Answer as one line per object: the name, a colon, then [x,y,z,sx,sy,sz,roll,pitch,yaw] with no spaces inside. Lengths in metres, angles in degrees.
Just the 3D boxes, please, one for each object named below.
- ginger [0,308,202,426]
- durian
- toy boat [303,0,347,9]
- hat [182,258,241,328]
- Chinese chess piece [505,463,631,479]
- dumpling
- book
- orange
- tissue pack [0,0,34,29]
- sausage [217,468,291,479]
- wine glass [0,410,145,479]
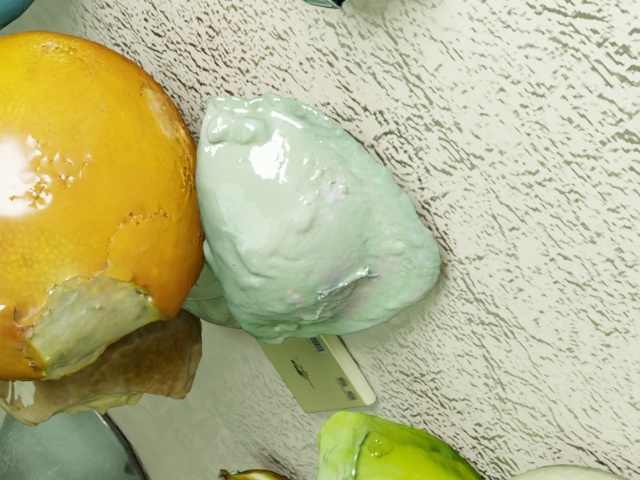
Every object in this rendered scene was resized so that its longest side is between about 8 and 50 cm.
ginger: [-0.205,0.029,1.065,0.276,0.221,0.130,44,169,-3]
durian: [0.067,0.228,0.951,0.101,0.139,0.250,18,138,53]
toy boat: [-0.006,-0.156,0.695,0.055,0.060,0.141,39,168,-32]
hat: [-0.072,0.010,0.981,0.122,0.081,0.166,50,143,-1]
Chinese chess piece: [0.178,0.247,0.833,0.238,0.092,0.237,30,144,24]
dumpling: [-0.012,0.003,0.834,0.149,0.105,0.216,41,148,33]
book: [-0.004,0.100,1.043,0.077,0.014,0.111,58,152,-7]
orange: [-0.191,-0.022,0.874,0.240,0.240,0.240,37,149,27]
tissue pack: [-0.286,-0.269,0.846,0.198,0.206,0.287,15,138,37]
sausage: [0.031,0.296,1.162,0.371,0.082,0.082,31,146,37]
wine glass: [-0.438,0.354,1.601,0.267,0.406,0.267,38,148,29]
